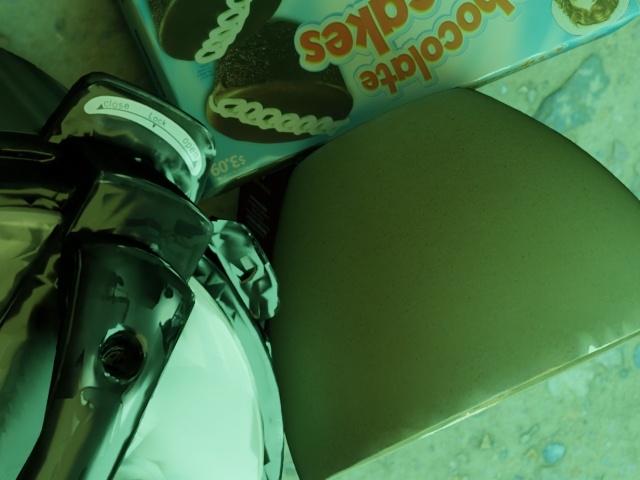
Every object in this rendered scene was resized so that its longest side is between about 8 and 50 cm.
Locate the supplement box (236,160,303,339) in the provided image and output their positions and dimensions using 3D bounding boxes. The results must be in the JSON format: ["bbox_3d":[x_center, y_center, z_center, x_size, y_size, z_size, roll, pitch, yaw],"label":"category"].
[{"bbox_3d":[0.000,0.000,1.352,0.104,0.081,0.188,-2,110,-23],"label":"supplement box"}]

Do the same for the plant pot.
[{"bbox_3d":[0.079,0.015,1.219,0.284,0.284,0.191,-23,82,-15],"label":"plant pot"}]

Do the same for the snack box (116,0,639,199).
[{"bbox_3d":[0.033,-0.173,1.266,0.322,0.060,0.187,-23,87,-15],"label":"snack box"}]

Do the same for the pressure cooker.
[{"bbox_3d":[-0.217,0.084,1.092,0.375,0.420,0.370,-18,117,-16],"label":"pressure cooker"}]
